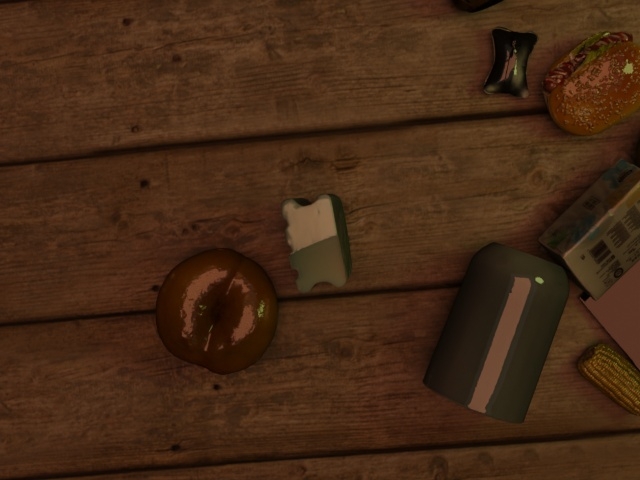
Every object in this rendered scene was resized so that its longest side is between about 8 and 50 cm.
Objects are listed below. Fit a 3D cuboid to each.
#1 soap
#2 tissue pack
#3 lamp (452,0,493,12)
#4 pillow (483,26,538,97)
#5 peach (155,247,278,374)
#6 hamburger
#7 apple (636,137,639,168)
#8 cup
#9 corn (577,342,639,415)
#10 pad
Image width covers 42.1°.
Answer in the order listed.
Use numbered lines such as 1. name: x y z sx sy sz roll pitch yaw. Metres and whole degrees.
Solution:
1. soap: 0.000 0.000 1.564 0.095 0.289 0.172 -9 92 5
2. tissue pack: 0.548 -0.030 1.626 0.229 0.145 0.159 -45 122 3
3. lamp: 0.304 -0.543 1.591 0.161 0.161 0.185 -21 95 4
4. pillow: 0.377 -0.353 1.647 0.091 0.055 0.135 4 97 -29
5. peach: -0.203 0.139 1.654 0.251 0.153 0.251 0 100 1
6. hamburger: 0.534 -0.302 1.610 0.210 0.116 0.173 -32 94 4
7. apple: 0.697 -0.170 1.584 0.182 0.155 0.182 0 87 -1
8. cup: 0.346 0.173 1.599 0.205 0.205 0.312 21 93 2
9. corn: 0.595 0.279 1.662 0.165 0.063 0.085 42 70 -1
10. pad: 0.689 0.170 1.654 0.202 0.005 0.299 -39 82 1
